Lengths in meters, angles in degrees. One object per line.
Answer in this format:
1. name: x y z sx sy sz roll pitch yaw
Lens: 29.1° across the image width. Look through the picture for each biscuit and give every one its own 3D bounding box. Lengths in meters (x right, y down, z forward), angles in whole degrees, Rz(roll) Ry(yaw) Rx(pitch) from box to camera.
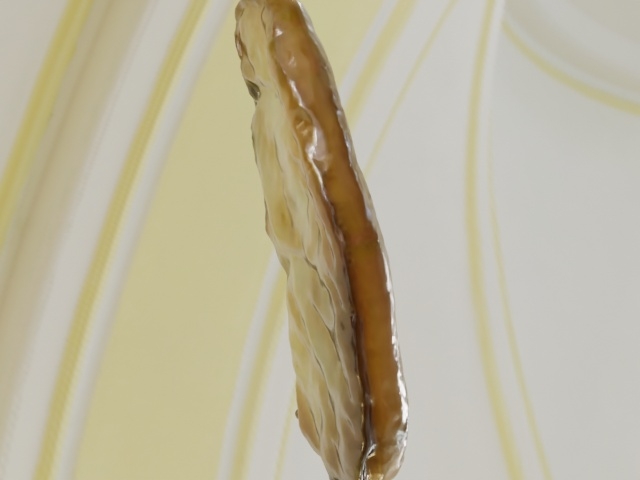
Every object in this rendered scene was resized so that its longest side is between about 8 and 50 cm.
1. biscuit: 0.001 -0.001 0.718 0.045 0.154 0.299 -12 -82 -16
